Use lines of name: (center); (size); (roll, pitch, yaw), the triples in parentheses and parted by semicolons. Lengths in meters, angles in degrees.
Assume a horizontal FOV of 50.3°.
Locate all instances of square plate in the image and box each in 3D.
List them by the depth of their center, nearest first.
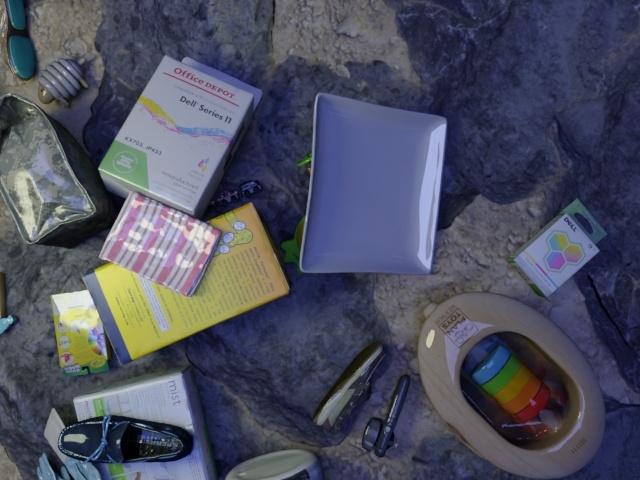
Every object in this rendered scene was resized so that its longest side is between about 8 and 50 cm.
square plate: (0.108, -0.104, 1.392); (0.347, 0.049, 0.343); (3, 95, -35)

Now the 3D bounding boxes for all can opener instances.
can opener: (0.152, 0.375, 1.462); (0.073, 0.059, 0.186); (24, 90, 0)

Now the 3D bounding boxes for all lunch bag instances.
lunch bag: (-0.547, -0.140, 1.368); (0.169, 0.235, 0.286); (-27, 89, -4)

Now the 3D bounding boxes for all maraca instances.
maraca: (0.000, 0.000, 1.447); (0.127, 0.099, 0.186); (42, 112, -14)

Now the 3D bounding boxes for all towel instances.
towel: (-0.302, 0.006, 1.282); (0.197, 0.029, 0.144); (24, 85, 3)

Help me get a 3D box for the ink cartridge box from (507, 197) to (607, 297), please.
ink cartridge box: (0.521, 0.014, 1.469); (0.209, 0.062, 0.109); (-41, 89, -1)

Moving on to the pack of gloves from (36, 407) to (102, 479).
pack of gloves: (-0.504, 0.489, 1.402); (0.232, 0.046, 0.195); (40, 116, 31)

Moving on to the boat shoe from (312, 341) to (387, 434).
boat shoe: (0.074, 0.317, 1.456); (0.073, 0.080, 0.223); (39, 94, -6)

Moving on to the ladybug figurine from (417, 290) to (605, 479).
ladybug figurine: (0.380, 0.288, 1.414); (0.305, 0.162, 0.449); (-43, 90, -2)

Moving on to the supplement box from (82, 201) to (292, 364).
supplement box: (-0.257, 0.083, 1.391); (0.357, 0.194, 0.195); (-23, 90, -2)

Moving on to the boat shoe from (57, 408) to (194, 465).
boat shoe: (-0.376, 0.376, 1.309); (0.259, 0.089, 0.108); (-3, 76, -4)

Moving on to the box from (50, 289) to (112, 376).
box: (-0.510, 0.197, 1.463); (0.105, 0.043, 0.179); (-8, 87, -1)

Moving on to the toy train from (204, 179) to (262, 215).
toy train: (-0.204, -0.094, 1.477); (0.158, 0.027, 0.036); (-23, 86, -1)

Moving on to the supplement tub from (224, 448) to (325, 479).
supplement tub: (-0.066, 0.618, 1.383); (0.207, 0.207, 0.337); (-12, 90, -1)

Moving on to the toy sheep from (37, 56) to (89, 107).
toy sheep: (-0.546, -0.341, 1.448); (0.091, 0.091, 0.132); (41, 75, 0)

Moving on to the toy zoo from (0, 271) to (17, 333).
toy zoo: (-0.800, 0.147, 1.464); (0.294, 0.030, 0.192); (8, 89, -1)

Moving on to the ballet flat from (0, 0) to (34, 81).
ballet flat: (-0.664, -0.438, 1.463); (0.067, 0.073, 0.206); (-9, 87, 26)

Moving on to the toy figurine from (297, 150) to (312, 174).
toy figurine: (0.051, -0.133, 1.432); (0.173, 0.130, 0.159); (-40, 105, -41)

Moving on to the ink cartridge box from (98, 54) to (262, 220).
ink cartridge box: (-0.269, -0.230, 1.385); (0.207, 0.119, 0.353); (24, 71, -1)

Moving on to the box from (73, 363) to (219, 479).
box: (-0.357, 0.416, 1.420); (0.231, 0.127, 0.261); (-14, 89, -2)
